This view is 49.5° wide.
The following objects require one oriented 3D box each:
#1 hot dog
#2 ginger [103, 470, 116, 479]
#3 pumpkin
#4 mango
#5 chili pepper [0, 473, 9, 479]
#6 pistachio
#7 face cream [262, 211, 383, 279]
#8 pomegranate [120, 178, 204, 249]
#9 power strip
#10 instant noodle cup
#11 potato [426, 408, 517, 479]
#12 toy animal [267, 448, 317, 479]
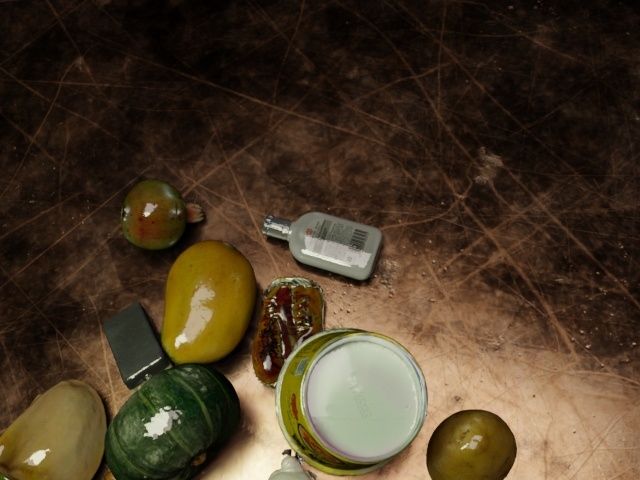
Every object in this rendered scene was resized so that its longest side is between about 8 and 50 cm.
[{"bbox_3d":[-0.073,0.211,1.617,0.163,0.082,0.270,5,66,6],"label":"hot dog"},{"bbox_3d":[-0.409,0.553,1.506,0.162,0.073,0.103,31,89,4],"label":"ginger"},{"bbox_3d":[-0.312,0.387,1.447,0.207,0.300,0.300,42,76,14],"label":"pumpkin"},{"bbox_3d":[-0.259,0.145,1.596,0.211,0.173,0.317,18,56,-10],"label":"mango"},{"bbox_3d":[-0.775,0.420,1.588,0.137,0.092,0.368,-19,69,-16],"label":"chili pepper"},{"bbox_3d":[-0.572,0.437,1.529,0.213,0.163,0.260,33,58,-4],"label":"pistachio"},{"bbox_3d":[0.000,0.000,1.705,0.291,0.071,0.144,15,68,10],"label":"face cream"},{"bbox_3d":[-0.391,-0.062,1.731,0.210,0.180,0.180,-1,61,-35],"label":"pomegranate"},{"bbox_3d":[-0.416,0.247,1.580,0.105,0.070,0.257,-34,36,-9],"label":"power strip"},{"bbox_3d":[0.072,0.323,1.428,0.325,0.254,0.325,2,75,-6],"label":"instant noodle cup"},{"bbox_3d":[0.317,0.433,1.449,0.203,0.158,0.178,-17,65,2],"label":"potato"},{"bbox_3d":[-0.134,0.574,1.390,0.310,0.247,0.183,-28,57,-18],"label":"toy animal"}]
